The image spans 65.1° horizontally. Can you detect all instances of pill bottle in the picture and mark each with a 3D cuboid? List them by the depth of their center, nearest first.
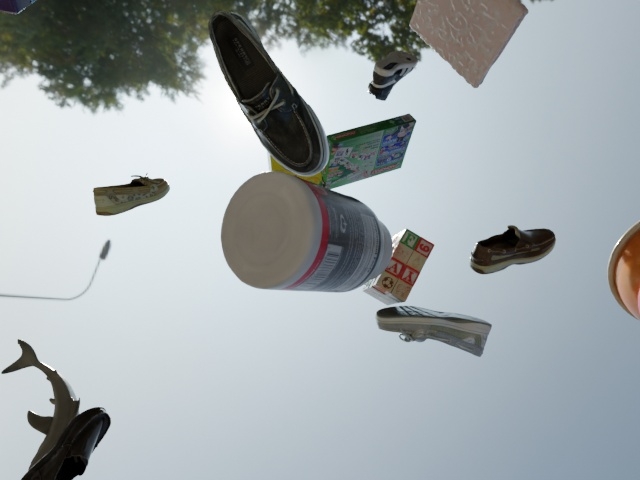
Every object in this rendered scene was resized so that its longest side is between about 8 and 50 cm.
[{"bbox_3d":[0.000,0.000,0.851,0.176,0.318,0.176,-5,-99,32],"label":"pill bottle"}]

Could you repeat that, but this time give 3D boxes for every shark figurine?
[{"bbox_3d":[-0.565,0.343,1.089,0.116,0.166,0.278,-38,-113,34],"label":"shark figurine"}]

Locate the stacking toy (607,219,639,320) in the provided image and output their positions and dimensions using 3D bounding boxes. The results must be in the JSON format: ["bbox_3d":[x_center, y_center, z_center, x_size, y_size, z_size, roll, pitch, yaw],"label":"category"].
[{"bbox_3d":[0.803,0.162,0.994,0.350,0.480,0.351,9,-58,14],"label":"stacking toy"}]

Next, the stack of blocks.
[{"bbox_3d":[0.195,0.087,1.405,0.087,0.297,0.171,30,-102,-1],"label":"stack of blocks"}]

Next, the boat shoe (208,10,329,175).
[{"bbox_3d":[-0.106,-0.257,0.915,0.121,0.119,0.335,-33,-82,16],"label":"boat shoe"}]

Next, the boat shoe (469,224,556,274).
[{"bbox_3d":[0.506,0.007,1.296,0.095,0.257,0.095,46,-31,50],"label":"boat shoe"}]

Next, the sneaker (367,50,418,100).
[{"bbox_3d":[0.209,-0.494,1.522,0.079,0.217,0.121,38,-45,17],"label":"sneaker"}]

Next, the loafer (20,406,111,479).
[{"bbox_3d":[-0.474,0.420,0.973,0.078,0.220,0.080,3,-60,18],"label":"loafer"}]

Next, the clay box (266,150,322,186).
[{"bbox_3d":[-0.066,-0.198,1.252,0.053,0.127,0.222,-166,-111,-74],"label":"clay box"}]

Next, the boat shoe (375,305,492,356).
[{"bbox_3d":[0.290,0.235,1.294,0.118,0.320,0.103,-161,-99,-71],"label":"boat shoe"}]

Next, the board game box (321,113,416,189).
[{"bbox_3d":[0.152,-0.289,1.659,0.046,0.317,0.214,58,-26,29],"label":"board game box"}]

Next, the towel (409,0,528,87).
[{"bbox_3d":[0.426,-0.668,1.498,0.053,0.317,0.332,-35,-105,-19],"label":"towel"}]

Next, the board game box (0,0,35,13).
[{"bbox_3d":[-0.277,-0.229,0.305,0.048,0.170,0.141,-84,-177,-47],"label":"board game box"}]

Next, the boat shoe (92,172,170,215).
[{"bbox_3d":[-0.578,-0.156,1.559,0.104,0.285,0.089,3,-68,23],"label":"boat shoe"}]
